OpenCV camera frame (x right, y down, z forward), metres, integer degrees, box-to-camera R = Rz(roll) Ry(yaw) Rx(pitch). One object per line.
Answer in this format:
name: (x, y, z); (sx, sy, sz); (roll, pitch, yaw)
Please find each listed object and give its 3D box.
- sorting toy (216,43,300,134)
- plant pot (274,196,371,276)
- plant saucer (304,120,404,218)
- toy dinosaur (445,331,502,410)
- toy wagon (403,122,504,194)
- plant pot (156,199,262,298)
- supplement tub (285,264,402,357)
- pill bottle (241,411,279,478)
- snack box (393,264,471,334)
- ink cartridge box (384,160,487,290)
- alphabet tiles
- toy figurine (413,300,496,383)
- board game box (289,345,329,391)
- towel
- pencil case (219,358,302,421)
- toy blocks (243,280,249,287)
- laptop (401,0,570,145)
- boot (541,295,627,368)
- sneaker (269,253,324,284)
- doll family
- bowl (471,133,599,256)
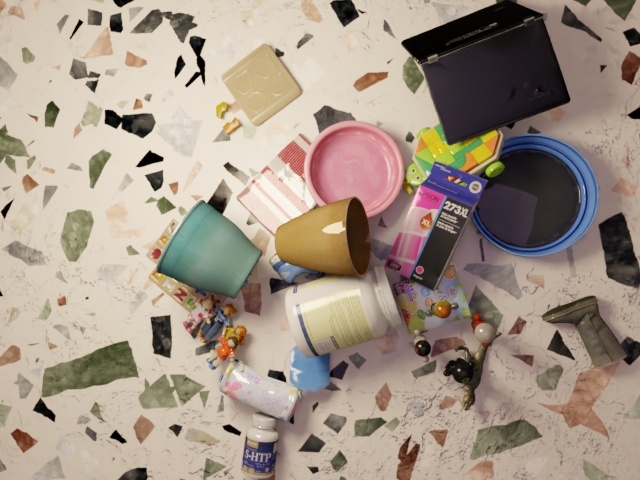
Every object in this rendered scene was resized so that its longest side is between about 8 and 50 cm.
sorting toy: (-0.253, -0.533, 1.743); (0.307, 0.041, 0.229); (-35, 85, 5)
plant pot: (0.000, 0.000, 1.460); (0.255, 0.237, 0.236); (-6, 84, 23)
plant saucer: (0.110, -0.228, 1.607); (0.333, 0.084, 0.331); (0, 86, -3)
toy dinosaur: (0.475, 0.398, 1.539); (0.118, 0.064, 0.267); (22, 85, 7)
toy wagon: (0.408, -0.268, 1.551); (0.345, 0.068, 0.267); (-32, 62, 16)
plant pot: (-0.337, 0.049, 1.539); (0.255, 0.271, 0.271); (31, 91, -4)
supplement tub: (0.075, 0.218, 1.527); (0.325, 0.235, 0.235); (-18, 83, 8)
pill bottle: (-0.197, 0.676, 1.599); (0.112, 0.112, 0.186); (7, 87, 10)
snack box: (0.360, 0.193, 1.565); (0.207, 0.070, 0.174); (-19, 82, 6)
ink cartridge box: (0.353, -0.047, 1.489); (0.176, 0.069, 0.370); (27, 101, 21)
alphabet tiles: (-0.458, 0.089, 1.739); (0.343, 0.011, 0.285); (38, 93, 10)
toy figurine: (0.393, 0.296, 1.444); (0.210, 0.148, 0.212); (31, 93, 8)
board game box: (-0.036, 0.427, 1.623); (0.133, 0.033, 0.168); (2, 63, -4)
towel: (-0.107, -0.186, 1.691); (0.329, 0.037, 0.237); (-45, 78, 2)
pencil case: (-0.199, 0.500, 1.612); (0.273, 0.113, 0.124); (22, 84, 10)
toy blocks: (-0.287, 0.084, 1.679); (0.148, 0.054, 0.123); (37, 92, 10)
laptop: (0.512, -0.555, 1.553); (0.383, 0.407, 0.236); (-19, 126, 7)
boot: (0.813, 0.294, 1.488); (0.190, 0.076, 0.208); (-21, 89, 9)
sneaker: (-0.001, 0.039, 1.625); (0.330, 0.130, 0.147); (-30, 96, 9)
doll family: (-0.345, 0.306, 1.664); (0.163, 0.118, 0.263); (-46, 67, 14)
bowl: (0.667, -0.140, 1.537); (0.392, 0.077, 0.390); (-1, 85, 10)
